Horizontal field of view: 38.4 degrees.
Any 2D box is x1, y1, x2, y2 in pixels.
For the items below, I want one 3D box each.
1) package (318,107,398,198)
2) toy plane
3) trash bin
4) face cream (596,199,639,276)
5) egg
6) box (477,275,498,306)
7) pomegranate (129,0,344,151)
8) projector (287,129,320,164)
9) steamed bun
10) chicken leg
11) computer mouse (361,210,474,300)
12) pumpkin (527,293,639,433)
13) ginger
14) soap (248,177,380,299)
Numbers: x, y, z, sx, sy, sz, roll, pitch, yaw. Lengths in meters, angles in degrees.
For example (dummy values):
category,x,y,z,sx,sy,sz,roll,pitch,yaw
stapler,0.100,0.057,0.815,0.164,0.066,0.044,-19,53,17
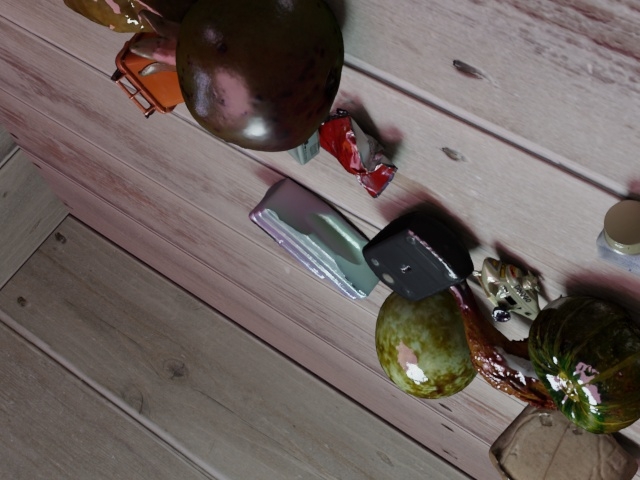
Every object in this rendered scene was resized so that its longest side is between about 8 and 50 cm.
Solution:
category,x,y,z,sx,sy,sz,roll,pitch,yaw
package,0.061,-0.158,1.728,0.194,0.071,0.269,55,164,-5
toy plane,0.403,0.128,1.766,0.108,0.092,0.286,-20,122,40
trash bin,-0.262,-0.336,1.738,0.239,0.184,0.161,6,144,49
face cream,0.470,0.011,1.395,0.114,0.070,0.224,29,172,27
egg,0.234,0.219,2.040,0.238,0.238,0.289,12,147,53
box,0.345,0.106,1.839,0.058,0.015,0.093,44,-164,-23
pomegranate,-0.113,-0.287,1.440,0.323,0.291,0.290,31,162,38
projector,-0.064,-0.230,1.750,0.147,0.061,0.115,47,165,23
steamed bun,0.577,0.537,2.198,0.301,0.251,0.199,32,172,28
chicken leg,0.385,0.220,1.902,0.407,0.158,0.096,42,168,1
computer mouse,0.200,0.026,1.854,0.170,0.100,0.269,42,155,-9
pumpkin,0.499,0.212,1.629,0.260,0.189,0.260,55,167,19
ginger,-0.330,-0.451,1.531,0.269,0.200,0.223,46,159,-23
soap,0.000,0.000,2.160,0.324,0.109,0.193,42,162,-11
